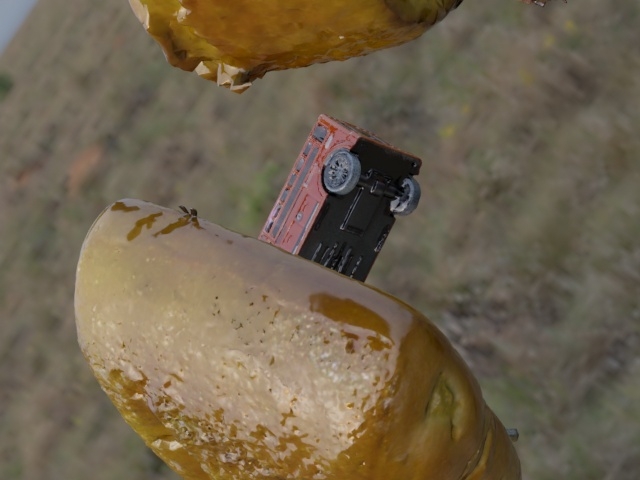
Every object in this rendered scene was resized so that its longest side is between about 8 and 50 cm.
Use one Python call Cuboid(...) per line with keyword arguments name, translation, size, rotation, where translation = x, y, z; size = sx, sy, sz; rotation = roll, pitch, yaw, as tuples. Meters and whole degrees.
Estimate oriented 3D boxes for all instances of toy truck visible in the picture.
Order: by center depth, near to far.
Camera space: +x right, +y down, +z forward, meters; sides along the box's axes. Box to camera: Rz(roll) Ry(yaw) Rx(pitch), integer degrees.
Cuboid(name="toy truck", translation=(0.000, 0.000, 1.954), size=(0.114, 0.107, 0.252), rotation=(38, 105, 47))

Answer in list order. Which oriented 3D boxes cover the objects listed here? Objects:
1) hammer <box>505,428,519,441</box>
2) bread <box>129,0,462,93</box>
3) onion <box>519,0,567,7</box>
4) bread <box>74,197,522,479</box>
Cuboid(name="hammer", translation=(0.036, 0.173, 1.635), size=(0.058, 0.292, 0.029), rotation=(102, 164, -47))
Cuboid(name="bread", translation=(-0.004, -0.264, 1.006), size=(0.336, 0.204, 0.358), rotation=(74, -150, -42))
Cuboid(name="onion", translation=(0.255, -0.392, 1.852), size=(0.281, 0.281, 0.221), rotation=(-52, -30, 18))
Cuboid(name="bread", translation=(-0.031, 0.121, 1.372), size=(0.148, 0.337, 0.328), rotation=(-61, -25, -16))
